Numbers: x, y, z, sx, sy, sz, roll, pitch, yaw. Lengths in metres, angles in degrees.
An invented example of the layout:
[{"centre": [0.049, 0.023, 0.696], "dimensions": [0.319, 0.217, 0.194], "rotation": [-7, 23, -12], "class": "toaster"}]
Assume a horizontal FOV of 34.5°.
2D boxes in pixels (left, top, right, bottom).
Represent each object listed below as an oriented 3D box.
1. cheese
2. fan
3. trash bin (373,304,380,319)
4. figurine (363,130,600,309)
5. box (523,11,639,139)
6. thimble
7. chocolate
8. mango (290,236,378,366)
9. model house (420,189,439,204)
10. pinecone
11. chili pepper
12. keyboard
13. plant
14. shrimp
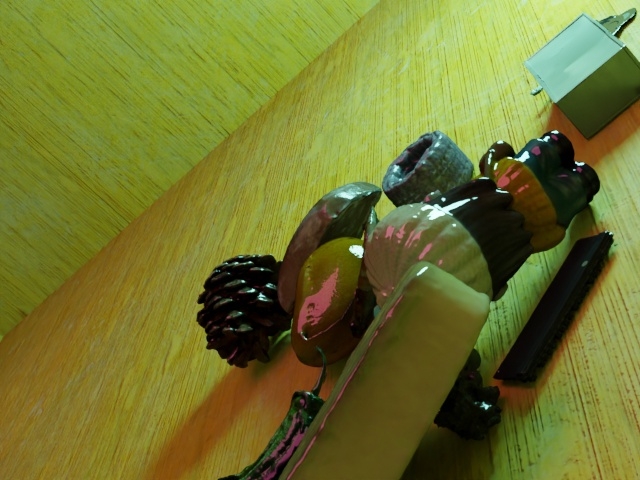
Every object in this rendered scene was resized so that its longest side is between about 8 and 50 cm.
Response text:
[{"centre": [0.042, 0.222, 1.182], "dimensions": [0.383, 0.104, 0.384], "rotation": [-59, -5, -7], "class": "cheese"}, {"centre": [0.439, -0.322, 1.776], "dimensions": [0.226, 0.008, 0.152], "rotation": [-45, 18, -17], "class": "fan"}, {"centre": [0.145, 0.095, 1.498], "dimensions": [0.130, 0.059, 0.116], "rotation": [-40, 18, 14], "class": "trash bin"}, {"centre": [0.207, -0.016, 1.335], "dimensions": [0.332, 0.185, 0.204], "rotation": [-38, -9, 1], "class": "figurine"}, {"centre": [0.416, -0.261, 1.610], "dimensions": [0.129, 0.086, 0.225], "rotation": [-40, 19, 15], "class": "box"}, {"centre": [0.186, -0.110, 1.778], "dimensions": [0.150, 0.098, 0.150], "rotation": [-41, 18, 17], "class": "thimble"}, {"centre": [0.000, -0.001, 1.783], "dimensions": [0.157, 0.080, 0.254], "rotation": [-24, -33, -48], "class": "chocolate"}, {"centre": [0.028, 0.097, 1.634], "dimensions": [0.166, 0.136, 0.236], "rotation": [-17, 38, 51], "class": "mango"}, {"centre": [0.145, -0.001, 1.568], "dimensions": [0.167, 0.088, 0.117], "rotation": [-40, -15, 7], "class": "model house"}, {"centre": [-0.135, 0.122, 1.864], "dimensions": [0.204, 0.179, 0.184], "rotation": [-90, 5, -58], "class": "pinecone"}, {"centre": [-0.058, 0.296, 1.496], "dimensions": [0.279, 0.065, 0.122], "rotation": [-48, 41, 2], "class": "chili pepper"}, {"centre": [0.291, 0.082, 1.269], "dimensions": [0.231, 0.023, 0.072], "rotation": [-54, 13, -22], "class": "keyboard"}, {"centre": [0.171, 0.179, 1.248], "dimensions": [0.085, 0.087, 0.174], "rotation": [-13, 29, 4], "class": "plant"}, {"centre": [0.067, 0.039, 1.522], "dimensions": [0.147, 0.035, 0.195], "rotation": [-87, 2, -54], "class": "shrimp"}]
